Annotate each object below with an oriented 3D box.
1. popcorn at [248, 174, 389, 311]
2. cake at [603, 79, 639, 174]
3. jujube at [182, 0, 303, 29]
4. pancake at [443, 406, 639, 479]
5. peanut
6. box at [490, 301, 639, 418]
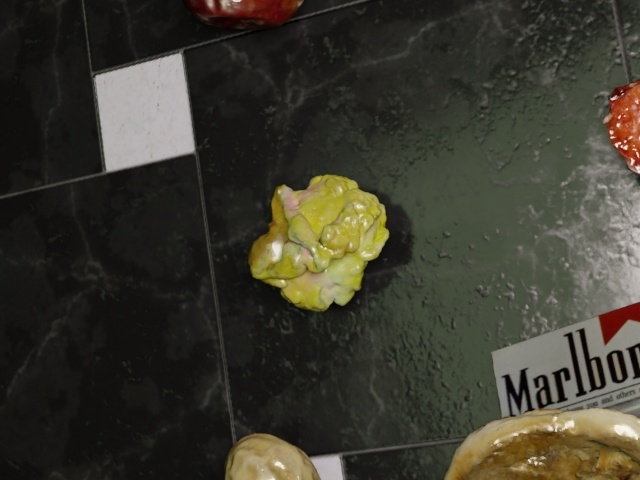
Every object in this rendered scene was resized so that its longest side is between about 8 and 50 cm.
[{"bbox_3d":[0.000,0.000,1.116,0.145,0.126,0.125,-36,48,30],"label":"popcorn"},{"bbox_3d":[0.362,-0.153,1.005,0.117,0.086,0.220,38,100,17],"label":"cake"},{"bbox_3d":[-0.091,-0.352,1.143,0.183,0.183,0.243,4,94,21],"label":"jujube"},{"bbox_3d":[0.245,0.273,0.986,0.282,0.049,0.282,6,110,17],"label":"pancake"},{"bbox_3d":[-0.003,0.328,1.083,0.136,0.120,0.298,-42,73,17],"label":"peanut"},{"bbox_3d":[0.254,0.130,1.016,0.177,0.036,0.115,-22,42,22],"label":"box"}]
